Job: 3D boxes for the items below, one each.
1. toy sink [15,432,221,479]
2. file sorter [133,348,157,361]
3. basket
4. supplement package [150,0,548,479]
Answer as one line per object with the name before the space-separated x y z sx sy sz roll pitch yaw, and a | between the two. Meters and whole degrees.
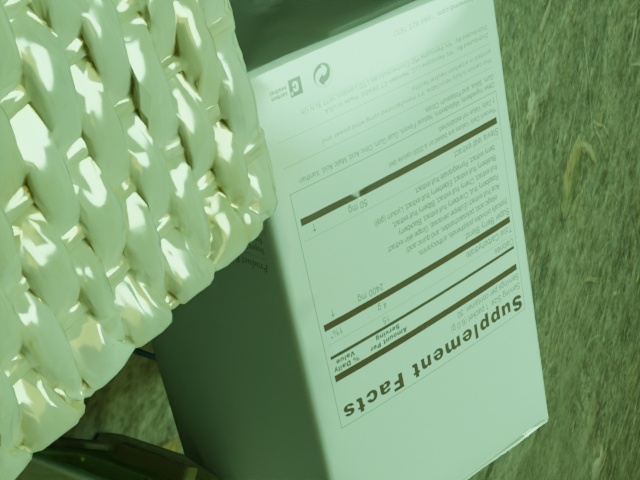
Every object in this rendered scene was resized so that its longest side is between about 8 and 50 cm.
toy sink | -0.131 0.202 0.817 0.234 0.152 0.131 23 81 -57
file sorter | -0.067 0.002 0.880 0.104 0.118 0.170 -12 111 -52
basket | -0.226 -0.065 0.467 0.328 0.266 0.331 -49 140 -39
supplement package | 0.000 0.000 0.733 0.175 0.177 0.293 -28 120 -31
